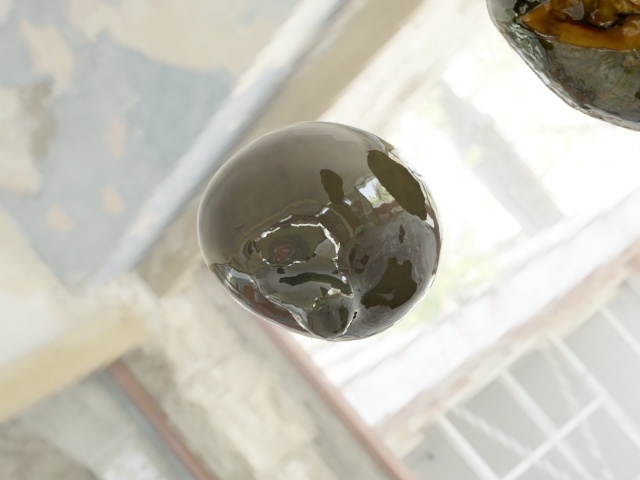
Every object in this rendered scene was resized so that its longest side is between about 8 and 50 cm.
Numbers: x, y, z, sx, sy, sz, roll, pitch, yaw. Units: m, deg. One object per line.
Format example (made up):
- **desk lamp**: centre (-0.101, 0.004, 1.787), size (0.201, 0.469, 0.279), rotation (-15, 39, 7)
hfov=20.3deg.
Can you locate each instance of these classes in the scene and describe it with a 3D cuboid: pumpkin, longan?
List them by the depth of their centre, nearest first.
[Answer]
- **longan**: centre (0.000, 0.000, 1.321), size (0.204, 0.184, 0.159), rotation (-92, 11, -56)
- **pumpkin**: centre (0.278, -0.225, 1.355), size (0.320, 0.320, 0.192), rotation (-47, 19, 30)
